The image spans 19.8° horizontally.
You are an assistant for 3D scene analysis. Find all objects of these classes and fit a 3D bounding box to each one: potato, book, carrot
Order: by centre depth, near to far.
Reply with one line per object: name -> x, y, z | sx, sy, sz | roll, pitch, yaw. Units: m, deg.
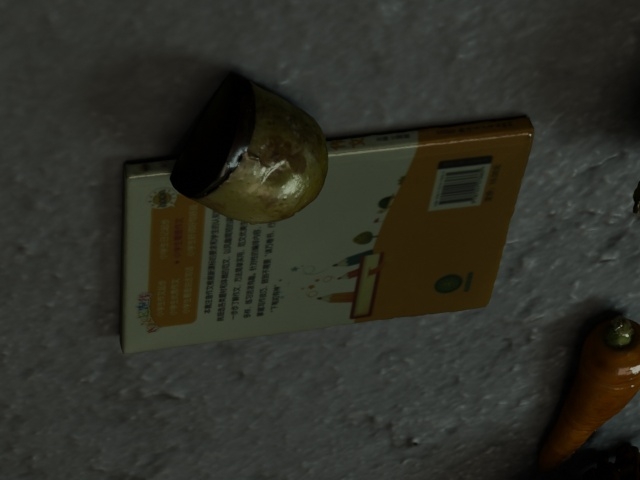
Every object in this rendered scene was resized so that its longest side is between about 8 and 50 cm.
potato -> -0.033, -0.047, 1.221 | 0.103, 0.066, 0.096 | 15, 124, -30
book -> 0.000, 0.000, 1.349 | 0.295, 0.020, 0.208 | -7, 142, -13
carrot -> 0.237, 0.147, 1.609 | 0.061, 0.061, 0.257 | -6, 145, -15

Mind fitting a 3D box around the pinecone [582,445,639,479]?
pinecone -> 0.284, 0.299, 1.697 | 0.201, 0.202, 0.229 | -41, -172, -19

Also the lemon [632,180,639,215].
lemon -> 0.321, -0.046, 1.292 | 0.206, 0.173, 0.173 | -10, 145, -30
